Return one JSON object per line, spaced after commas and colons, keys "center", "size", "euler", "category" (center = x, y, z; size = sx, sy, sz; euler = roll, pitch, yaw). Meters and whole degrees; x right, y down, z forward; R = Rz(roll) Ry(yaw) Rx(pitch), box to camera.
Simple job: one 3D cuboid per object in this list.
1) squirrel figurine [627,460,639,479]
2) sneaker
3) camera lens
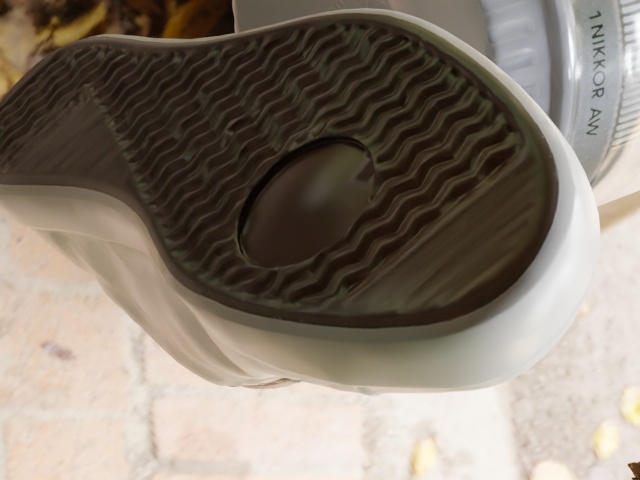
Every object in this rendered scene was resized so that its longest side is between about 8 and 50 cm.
{"center": [0.186, 0.184, 0.644], "size": [0.370, 0.281, 0.397], "euler": [-27, 120, -27], "category": "squirrel figurine"}
{"center": [0.000, 0.000, 0.511], "size": [0.106, 0.290, 0.123], "euler": [-52, 122, -12], "category": "sneaker"}
{"center": [0.122, -0.127, 0.817], "size": [0.274, 0.219, 0.219], "euler": [-19, 79, -33], "category": "camera lens"}
